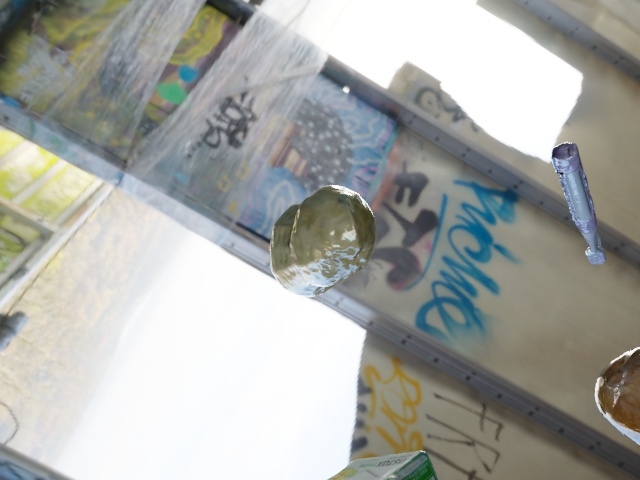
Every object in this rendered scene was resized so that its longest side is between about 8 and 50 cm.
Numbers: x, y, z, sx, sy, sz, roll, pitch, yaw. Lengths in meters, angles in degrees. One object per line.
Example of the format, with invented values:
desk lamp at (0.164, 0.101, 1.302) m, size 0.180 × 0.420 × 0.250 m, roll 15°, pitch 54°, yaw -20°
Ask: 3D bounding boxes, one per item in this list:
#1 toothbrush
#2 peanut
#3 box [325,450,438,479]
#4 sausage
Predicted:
toothbrush at (0.280, -0.031, 0.729) m, size 0.354 × 0.024 × 0.029 m, roll 33°, pitch 53°, yaw -59°
peanut at (0.000, 0.000, 0.884) m, size 0.274 × 0.111 × 0.125 m, roll 140°, pitch -67°, yaw -69°
box at (0.045, 0.397, 0.974) m, size 0.250 × 0.103 × 0.180 m, roll -19°, pitch 176°, yaw -46°
sausage at (0.388, 0.200, 0.659) m, size 0.109 × 0.270 × 0.109 m, roll -52°, pitch 178°, yaw -2°
